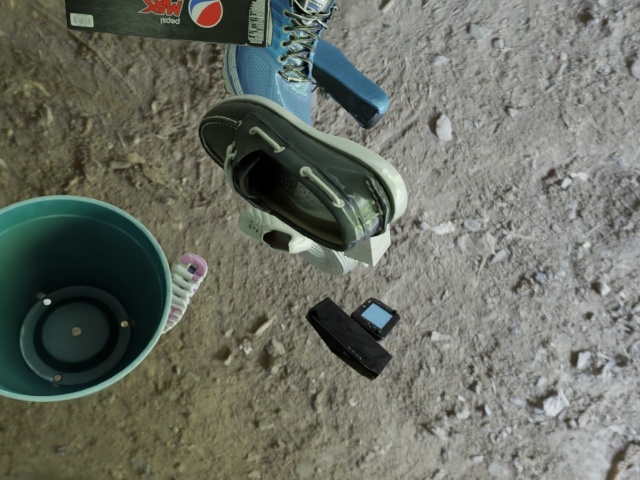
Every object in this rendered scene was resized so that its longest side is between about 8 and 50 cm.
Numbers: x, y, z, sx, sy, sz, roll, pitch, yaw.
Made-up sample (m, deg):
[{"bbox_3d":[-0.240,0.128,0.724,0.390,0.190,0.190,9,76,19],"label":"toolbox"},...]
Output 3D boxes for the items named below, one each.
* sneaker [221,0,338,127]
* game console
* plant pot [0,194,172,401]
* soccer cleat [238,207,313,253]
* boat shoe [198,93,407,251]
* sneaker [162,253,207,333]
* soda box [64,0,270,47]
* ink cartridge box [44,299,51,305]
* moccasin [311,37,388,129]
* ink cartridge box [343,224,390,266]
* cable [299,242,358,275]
[{"bbox_3d":[-0.054,-0.296,0.717,0.147,0.130,0.329,-9,89,41],"label":"sneaker"},{"bbox_3d":[0.104,0.208,1.279,0.213,0.361,0.044,42,112,11],"label":"game console"},{"bbox_3d":[-0.368,0.112,0.758,0.272,0.271,0.255,31,151,-4],"label":"plant pot"},{"bbox_3d":[-0.099,-0.020,0.976,0.196,0.076,0.068,16,118,37],"label":"soccer cleat"},{"bbox_3d":[-0.052,-0.081,0.561,0.303,0.091,0.114,25,140,38],"label":"boat shoe"},{"bbox_3d":[-0.379,0.149,1.325,0.095,0.236,0.104,34,156,-4],"label":"sneaker"},{"bbox_3d":[-0.130,-0.206,0.454,0.169,0.060,0.053,3,112,-9],"label":"soda box"},{"bbox_3d":[-0.623,0.094,1.073,0.308,0.223,0.129,-30,80,-6],"label":"ink cartridge box"},{"bbox_3d":[0.031,-0.430,1.402,0.342,0.138,0.116,50,144,18],"label":"moccasin"},{"bbox_3d":[0.110,-0.014,1.252,0.090,0.092,0.143,20,140,29],"label":"ink cartridge box"},{"bbox_3d":[0.000,0.000,1.494,0.257,0.089,0.257,28,154,35],"label":"cable"}]
